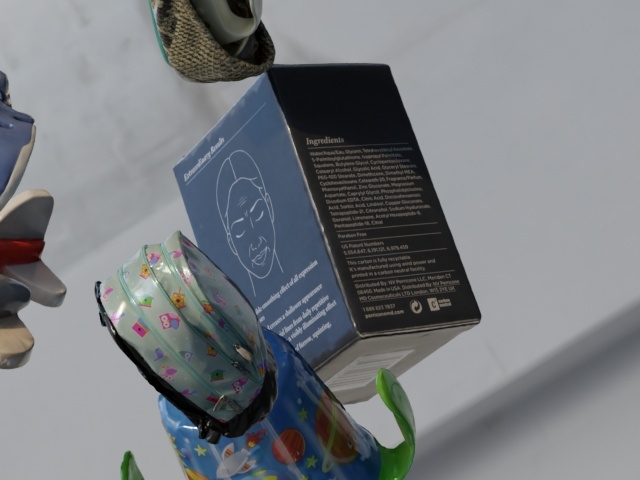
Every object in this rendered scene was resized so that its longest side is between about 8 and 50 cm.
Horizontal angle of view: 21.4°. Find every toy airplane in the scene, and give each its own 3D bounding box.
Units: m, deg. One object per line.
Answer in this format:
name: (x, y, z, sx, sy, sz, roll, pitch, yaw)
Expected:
toy airplane: (-0.487, 0.001, 2.026, 0.384, 0.386, 0.272, -74, -11, -54)

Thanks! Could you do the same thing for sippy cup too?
sippy cup: (-0.065, 0.229, 1.920, 0.240, 0.305, 0.224, 30, 153, 55)

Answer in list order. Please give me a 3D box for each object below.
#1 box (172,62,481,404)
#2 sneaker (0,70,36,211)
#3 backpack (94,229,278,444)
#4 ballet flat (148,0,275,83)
box: (0.000, 0.000, 2.313, 0.293, 0.212, 0.396, -40, 63, 49)
sneaker: (-0.395, -0.135, 1.628, 0.182, 0.127, 0.315, 28, -178, -28)
backpack: (-0.121, 0.079, 1.533, 0.182, 0.115, 0.152, 48, -177, -39)
ballet flat: (-0.164, -0.387, 2.027, 0.164, 0.182, 0.483, -60, -39, -36)
